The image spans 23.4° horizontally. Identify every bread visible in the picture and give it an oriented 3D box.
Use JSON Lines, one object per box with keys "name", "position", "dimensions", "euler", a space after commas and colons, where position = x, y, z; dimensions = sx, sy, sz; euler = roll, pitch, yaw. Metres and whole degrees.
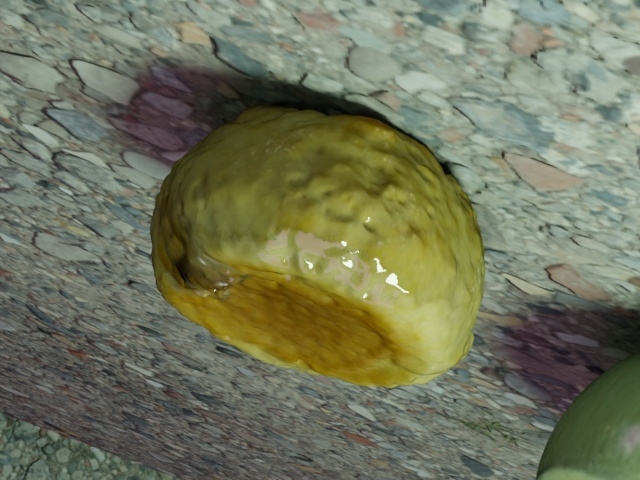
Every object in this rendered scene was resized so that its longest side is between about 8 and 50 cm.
{"name": "bread", "position": [0.000, 0.000, 1.021], "dimensions": [0.244, 0.134, 0.244], "euler": [21, 160, 8]}

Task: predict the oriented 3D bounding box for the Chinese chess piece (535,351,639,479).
{"name": "Chinese chess piece", "position": [0.322, 0.226, 1.117], "dimensions": [0.349, 0.146, 0.349], "euler": [41, 164, 15]}
